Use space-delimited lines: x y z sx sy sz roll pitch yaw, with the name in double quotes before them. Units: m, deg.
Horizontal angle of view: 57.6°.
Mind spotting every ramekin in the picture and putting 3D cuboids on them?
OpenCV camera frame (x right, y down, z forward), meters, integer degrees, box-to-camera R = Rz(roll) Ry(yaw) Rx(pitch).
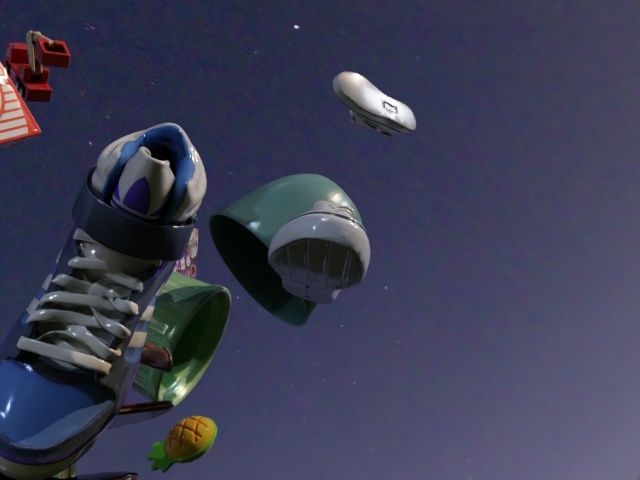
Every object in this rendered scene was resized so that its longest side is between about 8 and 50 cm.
"ramekin" -0.344 0.217 1.332 0.303 0.148 0.303 -62 -12 -23

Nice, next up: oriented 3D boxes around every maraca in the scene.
"maraca" -0.352 0.519 1.488 0.186 0.127 0.099 -28 -62 -17

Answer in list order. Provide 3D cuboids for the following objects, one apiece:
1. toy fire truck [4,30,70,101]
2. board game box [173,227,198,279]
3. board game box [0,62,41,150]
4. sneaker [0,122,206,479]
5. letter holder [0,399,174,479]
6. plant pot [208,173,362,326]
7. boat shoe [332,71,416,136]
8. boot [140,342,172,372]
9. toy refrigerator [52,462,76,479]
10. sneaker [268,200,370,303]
"toy fire truck" -0.526 -0.331 1.070 0.047 0.192 0.135 -9 -44 -44
"board game box" -0.405 0.038 1.475 0.347 0.056 0.208 37 -124 -74
"board game box" -0.430 -0.156 0.639 0.146 0.045 0.193 63 -150 -11
"sneaker" -0.203 0.026 0.538 0.130 0.322 0.236 23 -46 -6
"letter holder" -0.297 0.284 0.677 0.215 0.302 0.152 0 -109 -32
"plant pot" -0.053 -0.006 1.242 0.235 0.293 0.293 -41 -50 -25
"boat shoe" 0.114 -0.313 1.386 0.268 0.088 0.096 12 -115 -43
"boot" -0.279 0.172 0.824 0.114 0.106 0.037 1 -90 -39
"toy refrigerator" -0.493 0.394 1.016 0.094 0.269 0.102 -25 -39 18
"sneaker" 0.000 0.000 0.595 0.094 0.258 0.091 17 -104 -3
